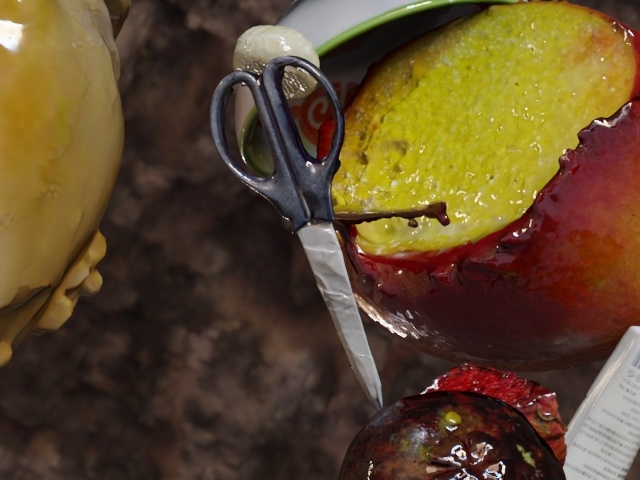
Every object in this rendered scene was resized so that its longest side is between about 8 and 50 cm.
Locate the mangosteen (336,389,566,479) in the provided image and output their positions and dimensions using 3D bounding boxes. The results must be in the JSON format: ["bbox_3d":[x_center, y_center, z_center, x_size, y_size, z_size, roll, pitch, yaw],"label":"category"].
[{"bbox_3d":[0.083,0.192,1.301,0.172,0.172,0.184,27,-49,-4],"label":"mangosteen"}]

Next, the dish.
[{"bbox_3d":[0.049,-0.193,1.914,0.324,0.124,0.324,-21,-22,-9],"label":"dish"}]

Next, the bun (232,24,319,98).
[{"bbox_3d":[-0.037,-0.166,1.732,0.086,0.055,0.086,16,-19,6],"label":"bun"}]

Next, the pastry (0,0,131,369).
[{"bbox_3d":[-0.205,-0.066,0.699,0.284,0.315,0.184,-11,-20,-7],"label":"pastry"}]

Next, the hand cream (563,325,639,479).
[{"bbox_3d":[0.237,0.164,1.600,0.080,0.234,0.050,27,5,-14],"label":"hand cream"}]

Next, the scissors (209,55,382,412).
[{"bbox_3d":[0.000,0.000,1.535,0.109,0.022,0.300,-17,-79,16],"label":"scissors"}]

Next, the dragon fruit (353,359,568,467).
[{"bbox_3d":[0.124,0.171,1.493,0.127,0.120,0.161,58,-21,-16],"label":"dragon fruit"}]

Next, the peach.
[{"bbox_3d":[0.200,-0.035,1.817,0.406,0.335,0.310,-15,-44,32],"label":"peach"}]
